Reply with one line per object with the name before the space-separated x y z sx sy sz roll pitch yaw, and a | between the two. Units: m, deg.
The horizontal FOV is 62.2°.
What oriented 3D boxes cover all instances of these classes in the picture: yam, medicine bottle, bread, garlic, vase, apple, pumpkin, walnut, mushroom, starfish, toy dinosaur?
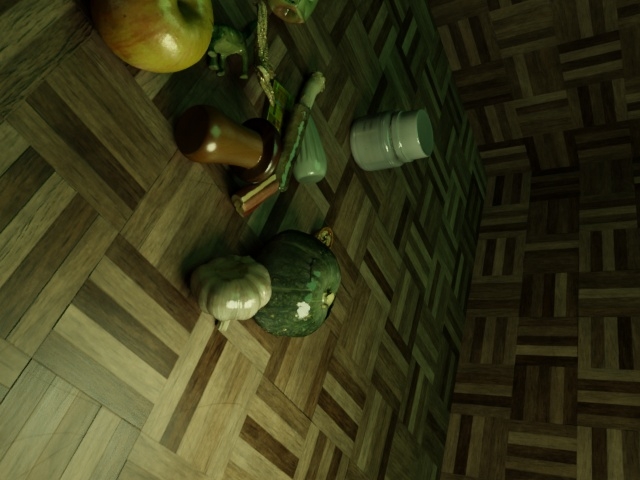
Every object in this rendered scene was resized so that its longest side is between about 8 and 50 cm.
yam | -0.102 -0.313 1.775 0.067 0.071 0.317 98 7 -79
medicine bottle | 0.305 -0.433 2.270 0.245 0.306 0.245 12 76 -57
bread | -0.210 -0.129 1.590 0.067 0.119 0.192 49 36 -1
garlic | -0.244 0.158 1.444 0.218 0.218 0.212 -43 150 -52
vase | -0.050 -0.329 1.862 0.128 0.128 0.248 13 66 -57
apple | -0.100 -0.846 1.809 0.207 0.174 0.188 40 72 -51
pumpkin | -0.080 0.140 1.618 0.291 0.257 0.328 63 44 -59
walnut | 0.000 0.000 1.954 0.121 0.052 0.091 -43 123 -50
apple | -0.388 -0.534 1.235 0.286 0.233 0.286 3 87 -60
mushroom | -0.037 -0.537 1.963 0.084 0.071 0.209 91 17 -57
starfish | -0.177 -0.559 1.637 0.302 0.060 0.299 84 -1 -63
toy dinosaur | -0.275 -0.641 1.574 0.447 0.087 0.301 27 64 -62

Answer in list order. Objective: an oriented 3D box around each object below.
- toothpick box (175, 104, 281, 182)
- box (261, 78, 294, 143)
toothpick box | -0.244 -0.271 1.482 0.294 0.192 0.192 10 77 -51
box | -0.146 -0.431 1.804 0.121 0.030 0.193 34 57 -51
